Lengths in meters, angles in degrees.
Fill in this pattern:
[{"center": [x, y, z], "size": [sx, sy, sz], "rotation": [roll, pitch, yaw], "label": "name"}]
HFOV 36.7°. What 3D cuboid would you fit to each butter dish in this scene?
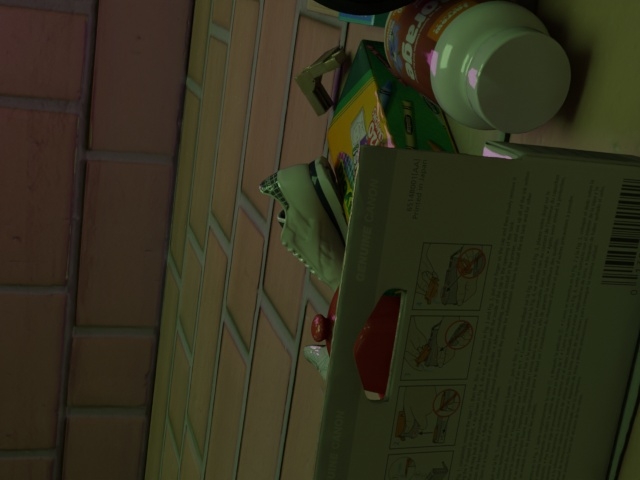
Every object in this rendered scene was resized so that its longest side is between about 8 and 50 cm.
[{"center": [0.046, 0.111, 1.204], "size": [0.160, 0.118, 0.160], "rotation": [-111, 30, -51], "label": "butter dish"}]

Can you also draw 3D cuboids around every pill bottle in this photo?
[{"center": [0.149, -0.178, 0.932], "size": [0.216, 0.121, 0.121], "rotation": [-124, 41, -62], "label": "pill bottle"}]

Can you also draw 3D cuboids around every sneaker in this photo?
[{"center": [0.000, 0.000, 1.283], "size": [0.090, 0.094, 0.235], "rotation": [-98, -12, -62], "label": "sneaker"}, {"center": [0.012, 0.180, 1.405], "size": [0.152, 0.053, 0.061], "rotation": [163, 107, -70], "label": "sneaker"}]

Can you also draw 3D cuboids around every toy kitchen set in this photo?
[{"center": [0.021, -0.253, 1.504], "size": [0.083, 0.075, 0.068], "rotation": [-19, 22, 37], "label": "toy kitchen set"}]

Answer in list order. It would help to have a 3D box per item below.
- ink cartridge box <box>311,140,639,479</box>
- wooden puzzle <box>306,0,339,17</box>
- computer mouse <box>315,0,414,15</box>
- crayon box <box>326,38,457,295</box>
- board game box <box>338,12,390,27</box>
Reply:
[{"center": [0.121, 0.072, 0.747], "size": [0.066, 0.261, 0.297], "rotation": [-137, 53, -66], "label": "ink cartridge box"}, {"center": [0.021, -0.462, 1.502], "size": [0.239, 0.044, 0.221], "rotation": [-133, 49, -66], "label": "wooden puzzle"}, {"center": [0.112, -0.252, 0.891], "size": [0.184, 0.261, 0.060], "rotation": [-155, 49, -65], "label": "computer mouse"}, {"center": [0.087, -0.090, 1.170], "size": [0.165, 0.081, 0.279], "rotation": [111, 155, -44], "label": "crayon box"}, {"center": [0.080, -0.396, 1.303], "size": [0.160, 0.047, 0.210], "rotation": [-138, 53, -68], "label": "board game box"}]
